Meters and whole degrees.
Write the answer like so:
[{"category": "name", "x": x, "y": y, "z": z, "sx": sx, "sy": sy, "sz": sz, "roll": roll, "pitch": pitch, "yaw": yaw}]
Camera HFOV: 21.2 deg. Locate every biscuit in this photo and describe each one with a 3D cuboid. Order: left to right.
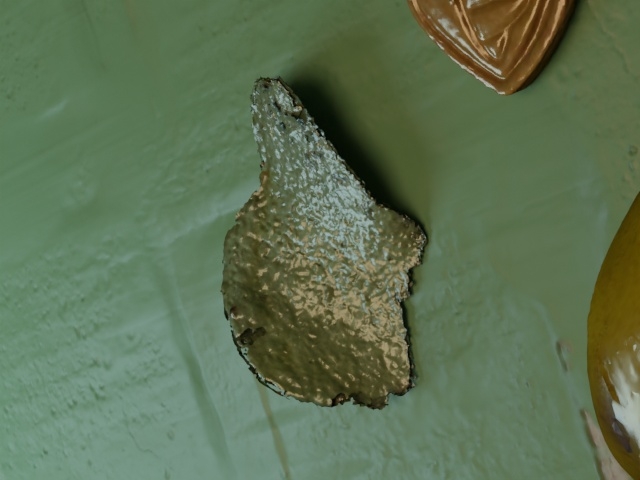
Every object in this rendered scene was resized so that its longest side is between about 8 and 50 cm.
[{"category": "biscuit", "x": 0.103, "y": -0.202, "z": 1.095, "sx": 0.142, "sy": 0.029, "sz": 0.221, "roll": -13, "pitch": 90, "yaw": 40}]

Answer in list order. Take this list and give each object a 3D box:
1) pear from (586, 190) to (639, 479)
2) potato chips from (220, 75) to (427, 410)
[{"category": "pear", "x": 0.296, "y": 0.034, "z": 0.819, "sx": 0.336, "sy": 0.285, "sz": 0.285, "roll": -38, "pitch": 74, "yaw": 41}, {"category": "potato chips", "x": -0.005, "y": -0.001, "z": 1.208, "sx": 0.167, "sy": 0.059, "sz": 0.228, "roll": 9, "pitch": 99, "yaw": 32}]
